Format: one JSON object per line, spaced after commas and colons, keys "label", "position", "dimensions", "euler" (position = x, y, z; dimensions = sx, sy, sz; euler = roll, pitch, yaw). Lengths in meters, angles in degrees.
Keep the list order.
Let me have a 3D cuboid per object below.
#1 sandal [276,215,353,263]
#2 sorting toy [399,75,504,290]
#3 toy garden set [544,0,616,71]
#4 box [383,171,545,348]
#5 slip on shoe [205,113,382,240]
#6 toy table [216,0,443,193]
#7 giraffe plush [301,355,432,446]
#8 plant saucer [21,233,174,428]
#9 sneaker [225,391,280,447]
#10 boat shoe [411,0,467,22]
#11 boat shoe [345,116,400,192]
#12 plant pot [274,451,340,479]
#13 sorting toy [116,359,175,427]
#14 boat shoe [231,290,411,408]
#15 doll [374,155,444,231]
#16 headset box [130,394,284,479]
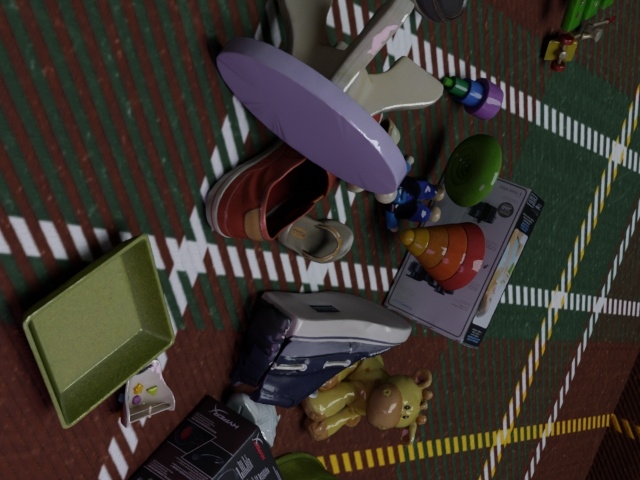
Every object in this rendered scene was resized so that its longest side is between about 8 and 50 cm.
{"label": "sandal", "position": [0.000, 0.000, 1.562], "dimensions": [0.180, 0.049, 0.072], "euler": [19, 95, -57]}
{"label": "sorting toy", "position": [0.206, -0.108, 1.694], "dimensions": [0.126, 0.127, 0.365], "euler": [19, 76, -29]}
{"label": "toy garden set", "position": [0.506, -0.444, 1.950], "dimensions": [0.244, 0.049, 0.203], "euler": [-34, 146, -40]}
{"label": "box", "position": [0.251, 0.024, 1.821], "dimensions": [0.087, 0.169, 0.289], "euler": [25, 89, -59]}
{"label": "slip on shoe", "position": [-0.013, -0.103, 1.432], "dimensions": [0.331, 0.101, 0.123], "euler": [-41, 138, -34]}
{"label": "toy table", "position": [0.022, -0.203, 1.308], "dimensions": [0.274, 0.252, 0.160], "euler": [40, 70, -23]}
{"label": "giraffe plush", "position": [0.093, 0.266, 1.753], "dimensions": [0.210, 0.171, 0.181], "euler": [-36, 137, -36]}
{"label": "plant saucer", "position": [-0.274, 0.103, 1.255], "dimensions": [0.188, 0.045, 0.188], "euler": [-40, 140, -33]}
{"label": "sneaker", "position": [-0.103, 0.264, 1.600], "dimensions": [0.061, 0.054, 0.152], "euler": [-66, 153, -27]}
{"label": "boat shoe", "position": [0.194, -0.466, 1.450], "dimensions": [0.132, 0.130, 0.355], "euler": [-36, 137, -36]}
{"label": "boat shoe", "position": [0.074, -0.133, 1.583], "dimensions": [0.135, 0.050, 0.045], "euler": [-59, 144, -26]}
{"label": "plant pot", "position": [0.022, 0.596, 1.707], "dimensions": [0.366, 0.353, 0.366], "euler": [-32, 135, -39]}
{"label": "sorting toy", "position": [-0.236, 0.197, 1.376], "dimensions": [0.083, 0.045, 0.075], "euler": [-14, 115, -49]}
{"label": "boat shoe", "position": [0.000, 0.173, 1.629], "dimensions": [0.341, 0.127, 0.158], "euler": [10, 110, -48]}
{"label": "doll", "position": [0.142, -0.076, 1.711], "dimensions": [0.189, 0.046, 0.129], "euler": [5, 96, -57]}
{"label": "headset box", "position": [-0.193, 0.409, 1.507], "dimensions": [0.293, 0.110, 0.218], "euler": [-47, 143, -25]}
